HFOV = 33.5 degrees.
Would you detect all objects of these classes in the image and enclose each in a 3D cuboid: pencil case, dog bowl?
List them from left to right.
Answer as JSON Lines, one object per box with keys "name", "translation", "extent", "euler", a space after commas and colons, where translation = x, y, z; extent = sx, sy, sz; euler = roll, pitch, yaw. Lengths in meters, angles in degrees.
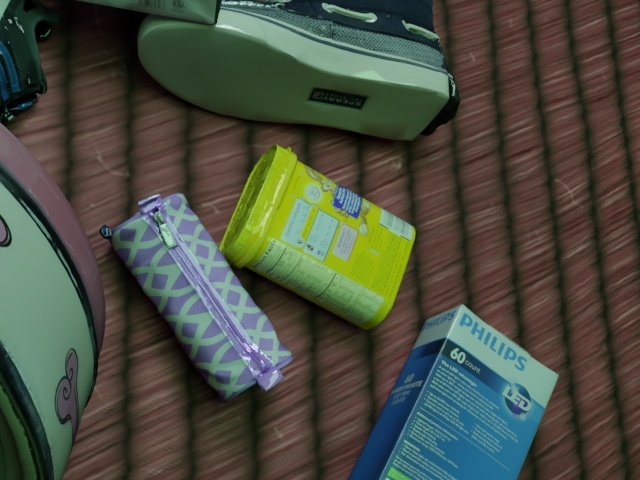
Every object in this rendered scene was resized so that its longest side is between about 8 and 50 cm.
{"name": "dog bowl", "translation": [-0.328, 0.039, 0.713], "extent": [0.408, 0.408, 0.150], "euler": [38, 43, -9]}
{"name": "pencil case", "translation": [-0.108, 0.049, 0.974], "extent": [0.086, 0.088, 0.206], "euler": [-36, 91, -29]}

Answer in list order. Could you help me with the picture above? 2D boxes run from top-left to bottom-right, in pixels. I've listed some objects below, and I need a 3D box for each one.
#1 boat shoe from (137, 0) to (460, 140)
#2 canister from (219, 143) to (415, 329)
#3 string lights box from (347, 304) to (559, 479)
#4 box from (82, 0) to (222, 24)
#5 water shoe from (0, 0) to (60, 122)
{"name": "boat shoe", "translation": [-0.023, -0.213, 1.102], "extent": [0.340, 0.127, 0.158], "euler": [12, 55, -24]}
{"name": "canister", "translation": [0.000, 0.000, 1.052], "extent": [0.170, 0.073, 0.126], "euler": [29, 63, -16]}
{"name": "string lights box", "translation": [0.121, 0.207, 1.035], "extent": [0.133, 0.077, 0.260], "euler": [36, 61, -11]}
{"name": "box", "translation": [-0.156, -0.347, 1.024], "extent": [0.169, 0.087, 0.290], "euler": [10, 51, -3]}
{"name": "water shoe", "translation": [-0.288, -0.141, 0.963], "extent": [0.080, 0.073, 0.203], "euler": [18, 66, -21]}
